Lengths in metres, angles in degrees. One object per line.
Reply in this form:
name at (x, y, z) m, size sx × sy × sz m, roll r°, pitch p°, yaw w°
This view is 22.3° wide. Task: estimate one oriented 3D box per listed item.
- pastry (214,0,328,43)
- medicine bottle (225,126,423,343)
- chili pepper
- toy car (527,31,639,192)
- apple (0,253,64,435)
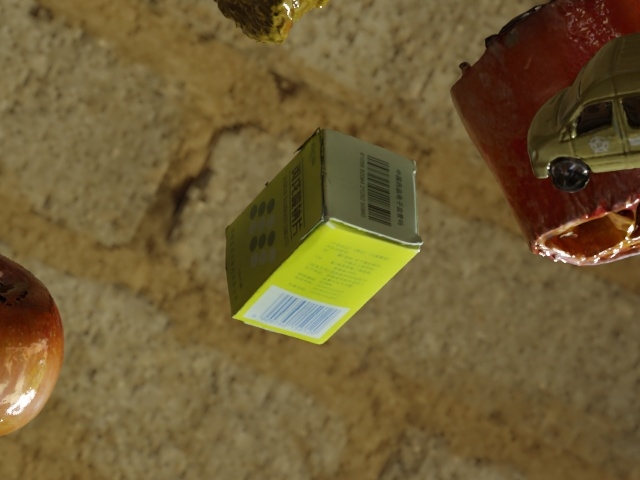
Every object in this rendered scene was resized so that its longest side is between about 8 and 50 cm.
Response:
pastry at (-0.064, -0.310, 1.739) m, size 0.189 × 0.103 × 0.189 m, roll 44°, pitch 158°, yaw 23°
medicine bottle at (0.000, 0.000, 1.931) m, size 0.141 × 0.250 × 0.137 m, roll 19°, pitch -130°, yaw -24°
chili pepper at (0.312, -0.128, 1.919) m, size 0.229 × 0.251 × 0.305 m, roll 92°, pitch 157°, yaw -72°
toy car at (0.309, -0.130, 1.494) m, size 0.256 × 0.124 × 0.101 m, roll -6°, pitch -146°, yaw 24°
apple at (-0.379, 0.094, 1.705) m, size 0.235 × 0.173 × 0.210 m, roll 30°, pitch -159°, yaw -37°
